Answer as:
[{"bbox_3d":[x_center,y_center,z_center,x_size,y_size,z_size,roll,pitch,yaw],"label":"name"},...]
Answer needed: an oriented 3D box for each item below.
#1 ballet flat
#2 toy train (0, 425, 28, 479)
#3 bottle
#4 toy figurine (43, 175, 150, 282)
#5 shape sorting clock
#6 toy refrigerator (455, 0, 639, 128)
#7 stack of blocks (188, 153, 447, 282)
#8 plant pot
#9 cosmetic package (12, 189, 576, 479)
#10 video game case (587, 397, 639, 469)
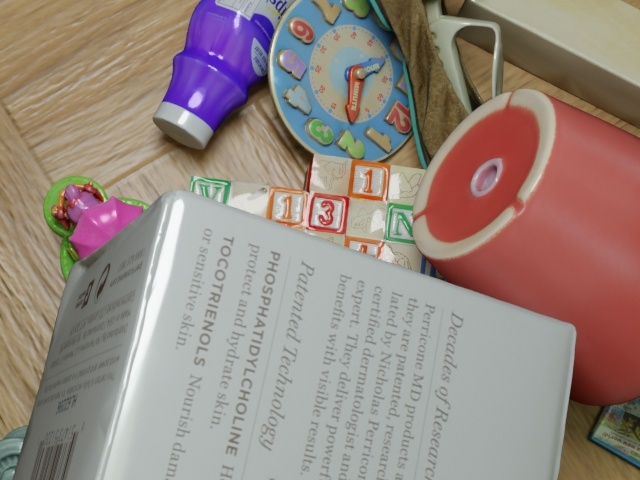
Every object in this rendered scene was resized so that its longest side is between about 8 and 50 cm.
[{"bbox_3d":[0.129,-0.231,1.334,0.124,0.116,0.342,-14,102,26],"label":"ballet flat"},{"bbox_3d":[-0.381,0.287,1.223,0.334,0.142,0.190,-1,88,-6],"label":"toy train"},{"bbox_3d":[-0.088,-0.235,1.363,0.092,0.118,0.282,23,75,23],"label":"bottle"},{"bbox_3d":[-0.228,-0.016,1.284,0.130,0.159,0.173,-40,84,-12],"label":"toy figurine"},{"bbox_3d":[0.035,-0.185,1.372,0.206,0.040,0.206,-2,93,-34],"label":"shape sorting clock"},{"bbox_3d":[0.295,-0.234,1.410,0.270,0.102,0.094,27,77,1],"label":"toy refrigerator"},{"bbox_3d":[0.000,0.000,1.339,0.297,0.087,0.171,7,78,-4],"label":"stack of blocks"},{"bbox_3d":[0.242,-0.007,1.232,0.243,0.275,0.274,33,75,-26],"label":"plant pot"},{"bbox_3d":[-0.042,0.197,1.108,0.394,0.329,0.327,19,70,-21],"label":"cosmetic package"},{"bbox_3d":[0.387,0.178,1.377,0.119,0.015,0.166,30,77,1],"label":"video game case"}]
